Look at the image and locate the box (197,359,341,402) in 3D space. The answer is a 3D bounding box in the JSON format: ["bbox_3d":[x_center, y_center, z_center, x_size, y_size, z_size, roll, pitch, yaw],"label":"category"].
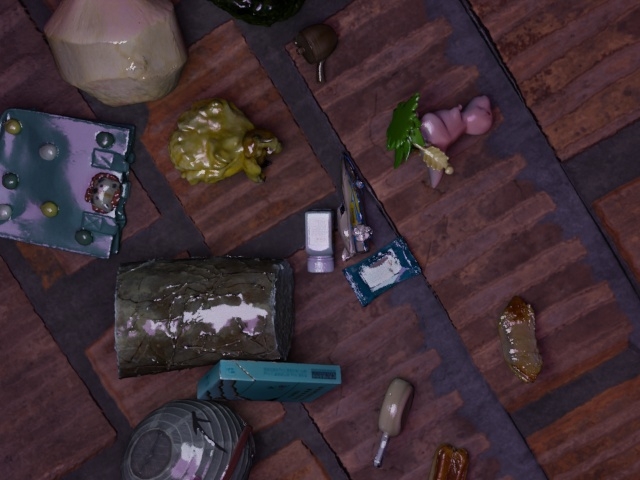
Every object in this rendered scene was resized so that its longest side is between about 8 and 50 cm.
[{"bbox_3d":[-0.098,0.263,1.604,0.229,0.162,0.041,6,65,-22],"label":"box"}]

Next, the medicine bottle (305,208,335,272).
[{"bbox_3d":[0.000,0.000,1.653,0.055,0.074,0.118,0,95,5],"label":"medicine bottle"}]

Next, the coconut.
[{"bbox_3d":[-0.365,-0.368,1.563,0.259,0.259,0.259,0,95,6],"label":"coconut"}]

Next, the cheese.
[{"bbox_3d":[0.136,0.349,1.664,0.047,0.092,0.171,14,89,19],"label":"cheese"}]

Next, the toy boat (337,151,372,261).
[{"bbox_3d":[0.059,-0.067,1.647,0.066,0.084,0.210,-9,84,2],"label":"toy boat"}]

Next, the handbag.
[{"bbox_3d":[-0.507,-0.117,1.681,0.274,0.100,0.269,13,95,5],"label":"handbag"}]

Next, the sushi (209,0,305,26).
[{"bbox_3d":[-0.120,-0.584,1.564,0.294,0.178,0.352,25,96,5],"label":"sushi"}]

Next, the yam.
[{"bbox_3d":[-0.223,0.140,1.611,0.348,0.241,0.241,-5,94,5],"label":"yam"}]

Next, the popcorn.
[{"bbox_3d":[-0.181,-0.173,1.612,0.195,0.173,0.168,27,55,8],"label":"popcorn"}]

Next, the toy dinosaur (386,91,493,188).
[{"bbox_3d":[0.219,-0.191,1.605,0.177,0.152,0.194,18,72,-15],"label":"toy dinosaur"}]

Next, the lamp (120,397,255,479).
[{"bbox_3d":[-0.246,0.416,1.644,0.233,0.233,0.265,37,97,2],"label":"lamp"}]

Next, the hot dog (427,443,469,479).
[{"bbox_3d":[0.242,0.479,1.686,0.071,0.045,0.165,13,96,3],"label":"hot dog"}]

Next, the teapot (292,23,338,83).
[{"bbox_3d":[-0.008,-0.354,1.641,0.080,0.085,0.110,-30,122,-15],"label":"teapot"}]

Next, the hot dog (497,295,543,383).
[{"bbox_3d":[0.374,0.191,1.639,0.078,0.061,0.169,-2,69,-2],"label":"hot dog"}]

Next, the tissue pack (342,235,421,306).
[{"bbox_3d":[0.119,0.060,1.672,0.138,0.028,0.085,-31,88,12],"label":"tissue pack"}]
